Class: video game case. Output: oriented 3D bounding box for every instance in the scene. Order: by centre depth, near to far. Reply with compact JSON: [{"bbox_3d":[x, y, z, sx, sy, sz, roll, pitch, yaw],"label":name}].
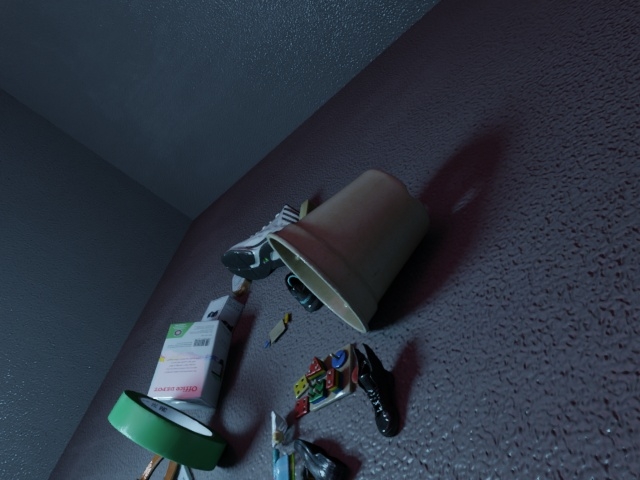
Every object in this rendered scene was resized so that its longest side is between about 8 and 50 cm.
[{"bbox_3d":[-0.450,0.762,1.307,0.173,0.022,0.190,-58,25,-13],"label":"video game case"}]

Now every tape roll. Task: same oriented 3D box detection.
[{"bbox_3d":[-0.416,0.521,1.208,0.321,0.321,0.077,-7,50,58],"label":"tape roll"}]

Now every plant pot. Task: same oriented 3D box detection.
[{"bbox_3d":[0.092,0.004,1.080,0.305,0.334,0.334,-44,22,-12],"label":"plant pot"}]

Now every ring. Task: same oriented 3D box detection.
[{"bbox_3d":[-0.552,0.787,1.397,0.336,0.032,0.336,-47,18,20],"label":"ring"}]

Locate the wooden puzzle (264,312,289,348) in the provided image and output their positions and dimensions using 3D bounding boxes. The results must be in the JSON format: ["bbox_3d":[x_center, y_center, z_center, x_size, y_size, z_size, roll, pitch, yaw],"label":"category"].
[{"bbox_3d":[-0.137,0.292,1.409,0.116,0.014,0.078,-46,20,14],"label":"wooden puzzle"}]

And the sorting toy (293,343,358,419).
[{"bbox_3d":[0.010,0.326,1.055,0.274,0.046,0.132,-38,27,30],"label":"sorting toy"}]

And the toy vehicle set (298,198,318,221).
[{"bbox_3d":[0.000,0.000,1.377,0.035,0.166,0.267,-38,27,29],"label":"toy vehicle set"}]

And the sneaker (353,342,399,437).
[{"bbox_3d":[0.106,0.295,0.872,0.051,0.089,0.170,-38,27,30],"label":"sneaker"}]

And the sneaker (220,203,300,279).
[{"bbox_3d":[-0.206,0.004,1.800,0.447,0.169,0.257,-17,32,40],"label":"sneaker"}]

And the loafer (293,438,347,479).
[{"bbox_3d":[-0.015,0.458,0.900,0.170,0.062,0.061,-8,55,63],"label":"loafer"}]

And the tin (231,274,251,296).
[{"bbox_3d":[-0.348,0.174,1.927,0.106,0.040,0.189,-52,23,12],"label":"tin"}]

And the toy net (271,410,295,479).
[{"bbox_3d":[-0.088,0.488,1.003,0.232,0.045,0.122,-116,25,-72],"label":"toy net"}]

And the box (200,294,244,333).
[{"bbox_3d":[-0.428,0.370,1.730,0.169,0.087,0.290,-24,37,47],"label":"box"}]

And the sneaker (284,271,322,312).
[{"bbox_3d":[-0.056,0.116,1.395,0.101,0.106,0.267,-49,23,12],"label":"sneaker"}]

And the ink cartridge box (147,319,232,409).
[{"bbox_3d":[-0.440,0.427,1.500,0.201,0.117,0.278,-7,49,14],"label":"ink cartridge box"}]
